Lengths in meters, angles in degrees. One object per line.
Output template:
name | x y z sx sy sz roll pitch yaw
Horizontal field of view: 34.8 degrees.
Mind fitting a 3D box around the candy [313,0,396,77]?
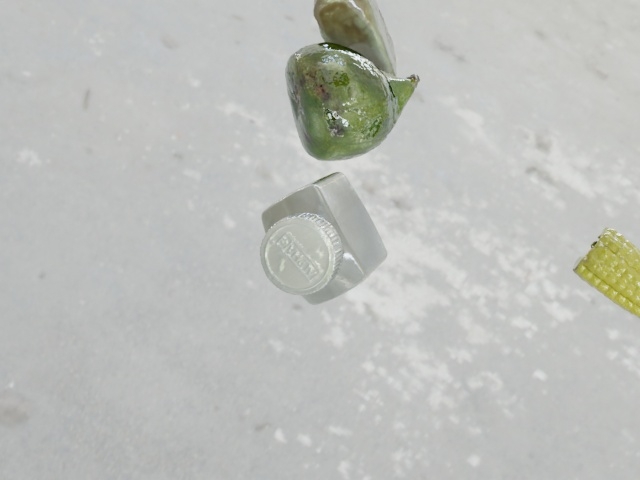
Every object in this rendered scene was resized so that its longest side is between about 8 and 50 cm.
candy | 0.062 -0.361 1.779 0.102 0.234 0.104 -13 46 13

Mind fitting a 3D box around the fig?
fig | 0.069 -0.233 1.663 0.235 0.203 0.203 -13 49 -12

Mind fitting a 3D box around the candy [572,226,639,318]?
candy | 0.517 0.071 1.670 0.199 0.094 0.106 40 32 14

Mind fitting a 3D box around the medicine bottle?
medicine bottle | 0.000 0.000 1.189 0.132 0.088 0.188 62 19 -2
